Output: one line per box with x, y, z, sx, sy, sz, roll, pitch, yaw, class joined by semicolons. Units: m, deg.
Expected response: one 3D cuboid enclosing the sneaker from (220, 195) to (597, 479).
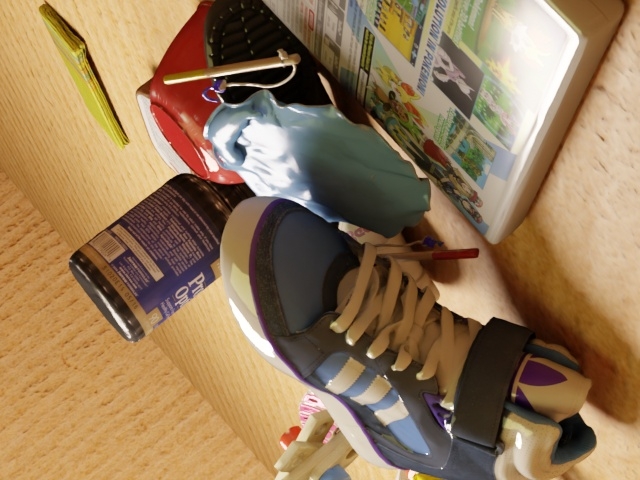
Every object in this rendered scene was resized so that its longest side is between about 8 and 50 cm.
0.092;0.077;1.146;0.236;0.130;0.323;-3;137;36;sneaker

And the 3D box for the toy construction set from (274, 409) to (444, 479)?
0.111;0.252;1.464;0.327;0.151;0.215;32;133;18;toy construction set

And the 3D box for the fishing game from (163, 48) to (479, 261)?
0.001;-0.062;1.140;0.189;0.041;0.264;-6;143;45;fishing game

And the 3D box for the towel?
-0.322;-0.222;2.007;0.102;0.021;0.237;50;168;29;towel

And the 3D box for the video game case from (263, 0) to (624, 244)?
0.045;-0.165;0.931;0.300;0.036;0.329;48;165;13;video game case

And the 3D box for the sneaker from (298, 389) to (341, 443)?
0.012;0.237;2.014;0.063;0.075;0.170;20;133;17;sneaker

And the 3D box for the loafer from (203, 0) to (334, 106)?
-0.038;-0.123;1.195;0.078;0.080;0.220;-109;-6;-49;loafer

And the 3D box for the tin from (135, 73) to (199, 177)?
-0.169;-0.124;1.729;0.106;0.040;0.190;50;167;22;tin

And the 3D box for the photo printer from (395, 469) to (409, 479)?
0.204;0.377;1.656;0.307;0.107;0.256;42;164;32;photo printer

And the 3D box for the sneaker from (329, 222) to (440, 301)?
0.000;0.000;1.388;0.305;0.114;0.152;7;127;60;sneaker

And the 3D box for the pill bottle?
-0.161;0.003;1.632;0.123;0.219;0.123;48;166;16;pill bottle

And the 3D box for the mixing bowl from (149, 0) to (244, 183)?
-0.094;-0.120;1.364;0.181;0.098;0.181;48;167;15;mixing bowl
